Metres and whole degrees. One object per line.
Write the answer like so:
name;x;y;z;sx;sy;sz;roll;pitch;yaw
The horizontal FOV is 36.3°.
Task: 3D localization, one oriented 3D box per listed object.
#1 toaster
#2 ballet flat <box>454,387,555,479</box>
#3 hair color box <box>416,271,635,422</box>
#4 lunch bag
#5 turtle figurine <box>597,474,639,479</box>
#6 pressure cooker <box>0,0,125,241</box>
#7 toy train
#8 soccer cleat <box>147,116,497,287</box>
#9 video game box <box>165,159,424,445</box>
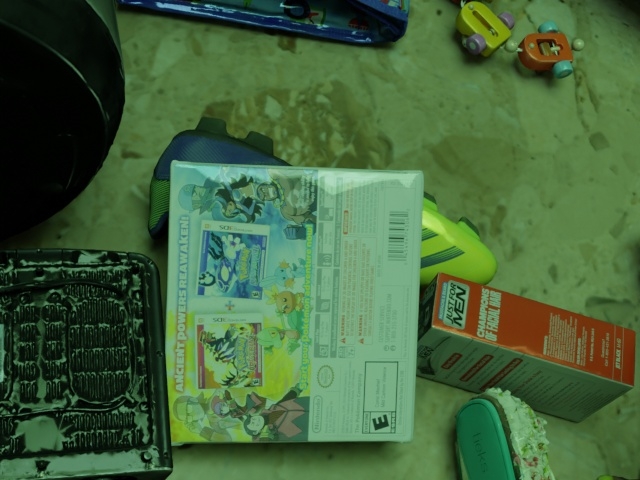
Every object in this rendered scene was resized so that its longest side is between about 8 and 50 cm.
toaster;-0.195;0.090;0.672;0.168;0.110;0.186;-1;64;-17
ballet flat;0.153;0.227;0.720;0.077;0.091;0.241;17;61;-36
hair color box;0.154;0.088;0.782;0.167;0.093;0.053;16;59;-8
lunch bag;-0.032;-0.311;0.935;0.293;0.138;0.221;11;60;-24
turtle figurine;0.275;0.181;0.695;0.087;0.217;0.270;-12;67;-21
pressure cooker;-0.327;-0.232;0.650;0.369;0.375;0.421;-7;66;-16
toy train;0.185;-0.228;0.983;0.125;0.046;0.166;-10;70;-22
soccer cleat;-0.001;0.000;0.792;0.289;0.093;0.121;20;71;-4
video game box;-0.022;0.047;0.722;0.187;0.048;0.205;2;92;-12
